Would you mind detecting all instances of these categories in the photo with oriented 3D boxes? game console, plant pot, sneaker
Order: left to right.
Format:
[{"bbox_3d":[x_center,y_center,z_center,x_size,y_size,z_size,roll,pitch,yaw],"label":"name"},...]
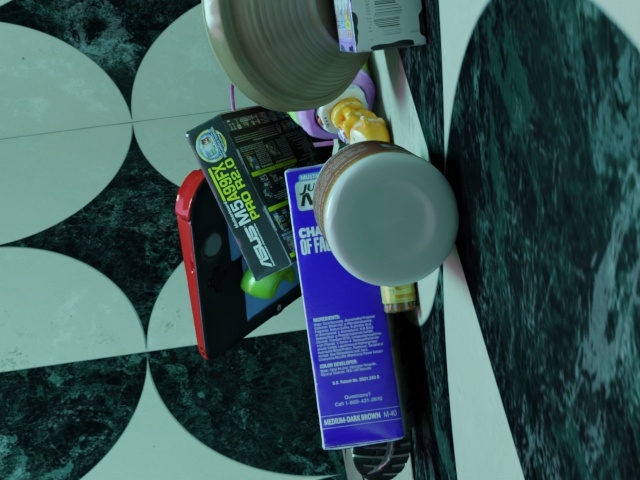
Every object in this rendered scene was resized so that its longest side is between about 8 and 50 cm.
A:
[{"bbox_3d":[-0.093,-0.017,2.226,0.386,0.060,0.342,-34,-53,-43],"label":"game console"},{"bbox_3d":[-0.005,-0.258,1.377,0.109,0.237,0.237,4,105,45],"label":"plant pot"},{"bbox_3d":[0.084,0.232,1.770,0.094,0.081,0.208,-86,-4,-73],"label":"sneaker"}]

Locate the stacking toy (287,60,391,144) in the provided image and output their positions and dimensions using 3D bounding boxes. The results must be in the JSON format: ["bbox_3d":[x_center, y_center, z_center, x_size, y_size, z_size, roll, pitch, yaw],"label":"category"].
[{"bbox_3d":[0.011,-0.190,1.615,0.302,0.165,0.175,58,169,44],"label":"stacking toy"}]

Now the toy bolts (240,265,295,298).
[{"bbox_3d":[0.000,0.000,2.155,0.228,0.218,0.158,-40,-36,-56],"label":"toy bolts"}]

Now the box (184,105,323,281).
[{"bbox_3d":[-0.062,-0.076,1.744,0.216,0.060,0.270,65,-158,-2],"label":"box"}]

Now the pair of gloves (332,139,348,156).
[{"bbox_3d":[0.041,-0.090,1.923,0.240,0.042,0.204,-121,24,-77],"label":"pair of gloves"}]

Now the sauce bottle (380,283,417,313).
[{"bbox_3d":[0.085,0.019,1.487,0.042,0.042,0.128,-155,56,-86],"label":"sauce bottle"}]

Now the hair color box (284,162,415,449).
[{"bbox_3d":[0.041,0.078,1.597,0.185,0.110,0.339,19,-119,-81],"label":"hair color box"}]

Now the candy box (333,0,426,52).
[{"bbox_3d":[0.046,-0.283,1.231,0.165,0.070,0.196,-115,17,-79],"label":"candy box"}]

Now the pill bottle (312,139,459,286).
[{"bbox_3d":[0.055,-0.033,1.218,0.216,0.121,0.121,-118,21,-79],"label":"pill bottle"}]

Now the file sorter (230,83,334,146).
[{"bbox_3d":[-0.067,-0.305,2.077,0.202,0.182,0.291,-105,8,-65],"label":"file sorter"}]
